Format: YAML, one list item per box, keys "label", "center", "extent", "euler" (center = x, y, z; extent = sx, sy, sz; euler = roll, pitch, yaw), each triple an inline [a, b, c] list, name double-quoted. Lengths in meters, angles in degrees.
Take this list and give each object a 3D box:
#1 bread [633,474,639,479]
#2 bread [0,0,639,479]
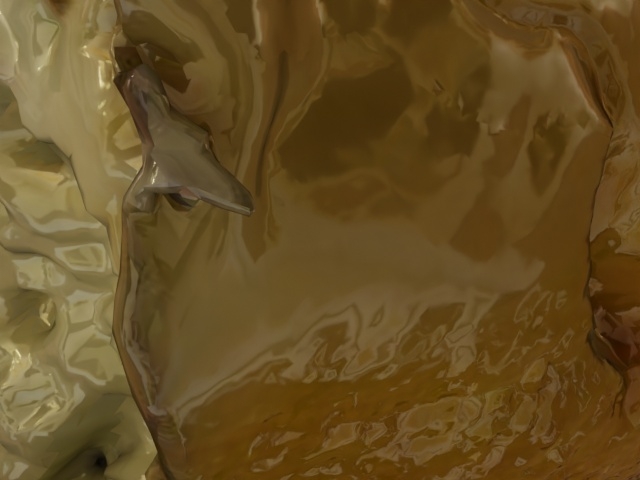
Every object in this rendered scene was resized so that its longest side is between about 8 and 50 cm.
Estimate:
- label: "bread"
  center: [0.139, 0.185, 1.244]
  extent: [0.139, 0.143, 0.229]
  euler: [2, 31, -19]
- label: "bread"
  center: [0.000, 0.000, 0.681]
  extent: [0.394, 0.361, 0.250]
  euler: [1, 70, -37]
